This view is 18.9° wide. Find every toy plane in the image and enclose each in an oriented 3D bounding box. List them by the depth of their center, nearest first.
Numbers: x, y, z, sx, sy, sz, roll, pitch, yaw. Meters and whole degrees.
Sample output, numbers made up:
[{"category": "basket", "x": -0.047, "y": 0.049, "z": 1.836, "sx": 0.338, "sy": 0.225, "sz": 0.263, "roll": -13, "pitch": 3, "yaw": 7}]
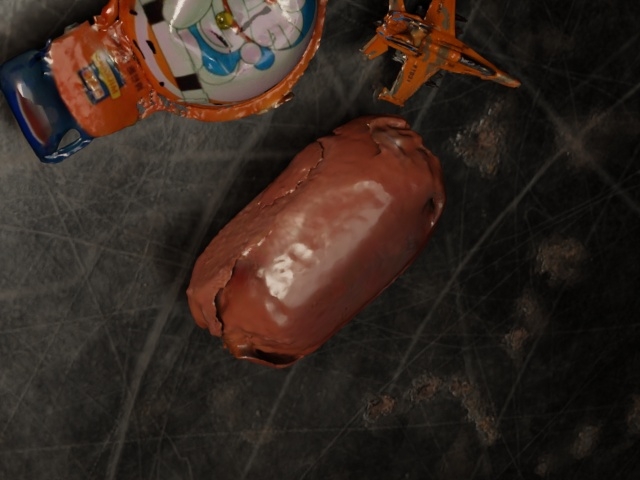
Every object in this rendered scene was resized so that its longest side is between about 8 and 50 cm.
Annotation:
[{"category": "toy plane", "x": 0.122, "y": -0.185, "z": 1.881, "sx": 0.188, "sy": 0.062, "sz": 0.135, "roll": 17, "pitch": 100, "yaw": -44}]

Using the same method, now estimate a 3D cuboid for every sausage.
[{"category": "sausage", "x": 0.000, "y": 0.000, "z": 1.829, "sx": 0.279, "sy": 0.152, "sz": 0.152, "roll": -44, "pitch": 121, "yaw": -4}]

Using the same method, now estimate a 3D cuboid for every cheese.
[{"category": "cheese", "x": -0.128, "y": -0.184, "z": 1.712, "sx": 0.329, "sy": 0.129, "sz": 0.217, "roll": -30, "pitch": 117, "yaw": -14}]
